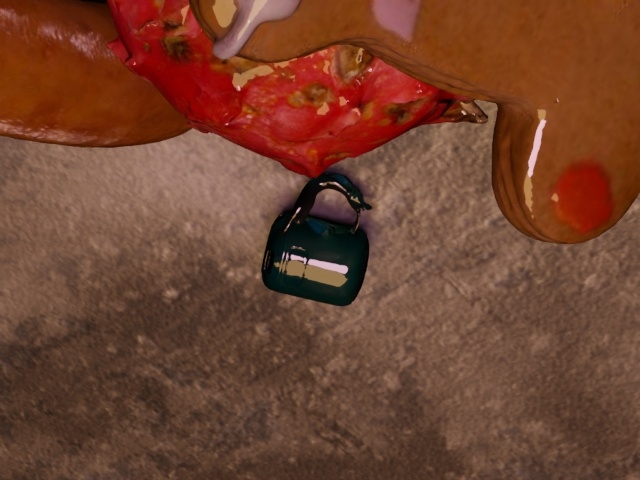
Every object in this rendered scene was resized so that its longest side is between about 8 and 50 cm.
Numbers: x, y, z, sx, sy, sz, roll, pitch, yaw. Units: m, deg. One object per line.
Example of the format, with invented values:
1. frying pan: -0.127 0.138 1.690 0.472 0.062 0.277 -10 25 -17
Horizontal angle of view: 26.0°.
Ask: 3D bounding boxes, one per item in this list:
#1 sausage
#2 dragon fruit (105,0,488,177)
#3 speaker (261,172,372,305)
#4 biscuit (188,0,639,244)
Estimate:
1. sausage: -0.177 -0.114 0.850 0.270 0.109 0.109 9 143 -43
2. dragon fruit: -0.004 -0.137 0.798 0.268 0.205 0.210 22 129 -18
3. speaker: 0.000 0.001 1.004 0.075 0.060 0.094 12 132 1
4. biscuit: 0.159 -0.136 0.723 0.432 0.064 0.283 27 87 -29
